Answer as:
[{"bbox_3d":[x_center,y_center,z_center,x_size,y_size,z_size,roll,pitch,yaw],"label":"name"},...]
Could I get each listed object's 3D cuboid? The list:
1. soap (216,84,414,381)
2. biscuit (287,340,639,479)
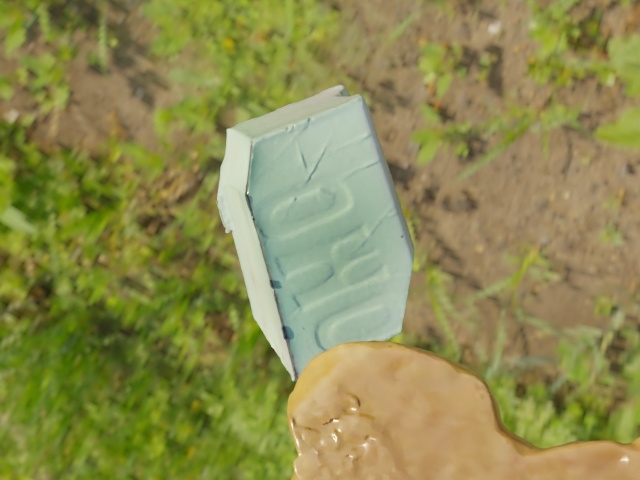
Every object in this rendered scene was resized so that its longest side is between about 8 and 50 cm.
[{"bbox_3d":[0.000,0.000,1.514,0.145,0.091,0.230,-22,108,-9],"label":"soap"},{"bbox_3d":[0.082,0.212,0.665,0.269,0.051,0.376,-23,81,2],"label":"biscuit"}]
